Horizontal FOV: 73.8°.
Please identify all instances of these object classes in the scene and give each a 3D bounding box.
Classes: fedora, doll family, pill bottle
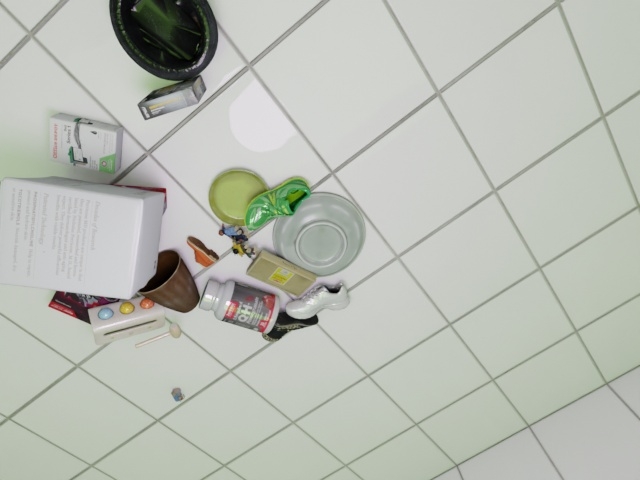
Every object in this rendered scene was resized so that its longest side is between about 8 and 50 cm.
[{"bbox_3d":[-0.480,-0.682,1.349,0.333,0.152,0.334,-1,114,-3],"label":"fedora"},{"bbox_3d":[-0.342,0.003,1.750,0.111,0.076,0.193,-2,117,41],"label":"doll family"},{"bbox_3d":[-0.349,0.276,1.834,0.318,0.176,0.176,20,113,-16],"label":"pill bottle"}]

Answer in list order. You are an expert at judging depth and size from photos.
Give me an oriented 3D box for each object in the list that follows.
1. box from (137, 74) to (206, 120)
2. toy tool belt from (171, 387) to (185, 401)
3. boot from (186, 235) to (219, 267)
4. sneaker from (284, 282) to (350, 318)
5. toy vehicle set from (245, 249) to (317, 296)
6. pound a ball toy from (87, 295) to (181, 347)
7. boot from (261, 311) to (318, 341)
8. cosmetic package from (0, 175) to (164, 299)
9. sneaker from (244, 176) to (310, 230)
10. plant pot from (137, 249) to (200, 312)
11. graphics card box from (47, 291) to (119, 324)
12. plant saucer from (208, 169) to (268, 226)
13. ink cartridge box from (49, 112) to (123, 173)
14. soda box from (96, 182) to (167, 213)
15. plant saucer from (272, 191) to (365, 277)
[{"bbox_3d":[-0.483,-0.476,1.409,0.182,0.231,0.056,-17,121,3],"label":"box"},{"bbox_3d":[-0.710,0.777,2.115,0.052,0.051,0.083,-17,118,2],"label":"toy tool belt"},{"bbox_3d":[-0.508,0.053,1.772,0.084,0.059,0.158,-36,116,17],"label":"boot"},{"bbox_3d":[-0.018,0.256,1.896,0.296,0.111,0.129,-16,129,-8],"label":"sneaker"},{"bbox_3d":[-0.169,0.147,1.829,0.266,0.035,0.166,27,137,-18],"label":"toy vehicle set"},{"bbox_3d":[-0.756,0.329,1.745,0.319,0.208,0.136,-12,137,-30],"label":"pound a ball toy"},{"bbox_3d":[-0.143,0.396,1.975,0.236,0.085,0.179,3,142,-35],"label":"boot"},{"bbox_3d":[-0.771,-0.023,1.424,0.393,0.329,0.328,8,98,-10],"label":"cosmetic package"},{"bbox_3d":[-0.167,-0.138,1.642,0.295,0.123,0.109,-36,129,-5],"label":"sneaker"},{"bbox_3d":[-0.610,0.195,1.765,0.215,0.215,0.230,-24,132,6],"label":"plant pot"},{"bbox_3d":[-0.928,0.173,1.763,0.232,0.094,0.371,32,108,-20],"label":"graphics card box"},{"bbox_3d":[-0.321,-0.170,1.690,0.240,0.037,0.241,-3,118,-5],"label":"plant saucer"},{"bbox_3d":[-0.831,-0.343,1.513,0.219,0.093,0.160,10,115,-12],"label":"ink cartridge box"},{"bbox_3d":[-0.729,-0.157,1.624,0.263,0.083,0.092,4,114,-9],"label":"soda box"},{"bbox_3d":[0.000,0.000,1.780,0.400,0.101,0.401,-3,117,-6],"label":"plant saucer"}]
